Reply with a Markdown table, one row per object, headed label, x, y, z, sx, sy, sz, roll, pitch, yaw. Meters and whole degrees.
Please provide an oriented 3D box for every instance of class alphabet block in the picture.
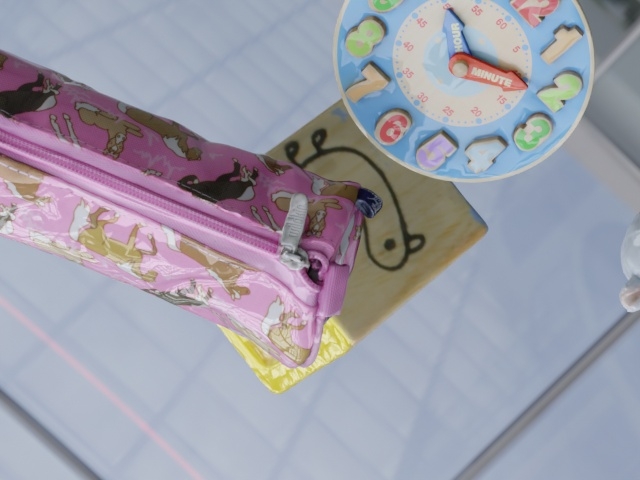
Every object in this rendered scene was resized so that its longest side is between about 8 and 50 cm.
| label | x | y | z | sx | sy | sz | roll | pitch | yaw |
| --- | --- | --- | --- | --- | --- | --- | --- | --- | --- |
| alphabet block | 0.000 | 0.000 | 1.582 | 0.197 | 0.193 | 0.192 | -39 | -91 | -31 |

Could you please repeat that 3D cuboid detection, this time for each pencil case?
| label | x | y | z | sx | sy | sz | roll | pitch | yaw |
| --- | --- | --- | --- | --- | --- | --- | --- | --- | --- |
| pencil case | -0.155 | -0.039 | 1.280 | 0.386 | 0.167 | 0.160 | 23 | -137 | -3 |

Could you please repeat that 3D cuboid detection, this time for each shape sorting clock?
| label | x | y | z | sx | sy | sz | roll | pitch | yaw |
| --- | --- | --- | --- | --- | --- | --- | --- | --- | --- |
| shape sorting clock | 0.110 | -0.139 | 1.307 | 0.206 | 0.206 | 0.040 | 40 | -156 | -7 |

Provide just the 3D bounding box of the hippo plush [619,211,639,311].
| label | x | y | z | sx | sy | sz | roll | pitch | yaw |
| --- | --- | --- | --- | --- | --- | --- | --- | --- | --- |
| hippo plush | 0.430 | 0.015 | 1.753 | 0.236 | 0.294 | 0.234 | 37 | -120 | -27 |
